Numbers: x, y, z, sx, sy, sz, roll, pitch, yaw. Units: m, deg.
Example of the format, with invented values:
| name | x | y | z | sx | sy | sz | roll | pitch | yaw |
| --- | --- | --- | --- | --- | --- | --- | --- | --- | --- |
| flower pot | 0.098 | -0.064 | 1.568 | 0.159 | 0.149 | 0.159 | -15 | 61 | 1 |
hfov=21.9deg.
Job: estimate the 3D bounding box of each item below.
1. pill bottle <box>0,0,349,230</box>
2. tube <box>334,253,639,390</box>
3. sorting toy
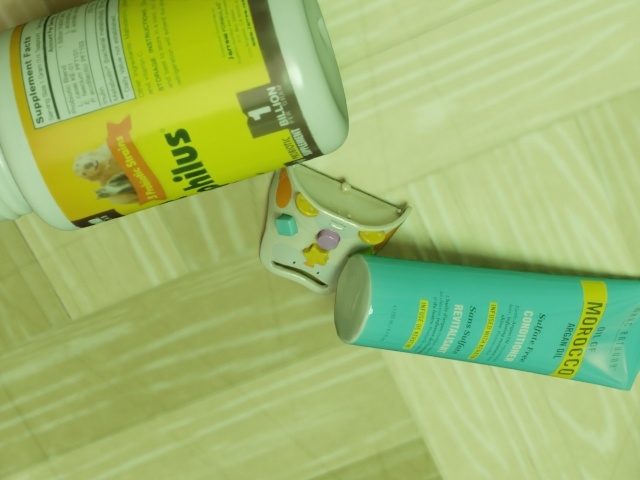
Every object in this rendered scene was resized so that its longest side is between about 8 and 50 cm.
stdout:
| name | x | y | z | sx | sy | sz | roll | pitch | yaw |
| --- | --- | --- | --- | --- | --- | --- | --- | --- | --- |
| pill bottle | -0.100 | -0.076 | 0.903 | 0.215 | 0.117 | 0.117 | -16 | 114 | 8 |
| tube | 0.111 | 0.047 | 0.989 | 0.207 | 0.052 | 0.080 | 8 | 124 | -22 |
| sorting toy | 0.000 | 0.000 | 0.986 | 0.083 | 0.045 | 0.075 | 23 | 132 | -10 |
